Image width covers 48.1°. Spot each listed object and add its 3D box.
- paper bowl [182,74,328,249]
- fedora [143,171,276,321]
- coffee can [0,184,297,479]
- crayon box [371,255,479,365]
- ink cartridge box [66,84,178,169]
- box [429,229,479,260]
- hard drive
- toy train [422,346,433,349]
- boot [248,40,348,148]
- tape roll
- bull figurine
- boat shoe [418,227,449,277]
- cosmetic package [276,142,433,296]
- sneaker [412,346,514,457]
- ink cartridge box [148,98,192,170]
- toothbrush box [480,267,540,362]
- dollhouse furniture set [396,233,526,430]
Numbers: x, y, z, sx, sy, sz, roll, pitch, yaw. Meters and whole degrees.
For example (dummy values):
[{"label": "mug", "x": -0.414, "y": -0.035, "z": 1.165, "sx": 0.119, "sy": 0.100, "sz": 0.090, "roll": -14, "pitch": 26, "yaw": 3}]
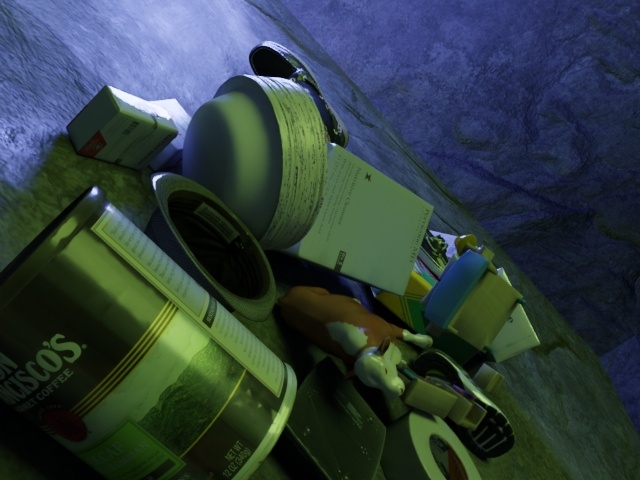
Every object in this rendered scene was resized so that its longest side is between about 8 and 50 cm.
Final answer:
[{"label": "paper bowl", "x": -0.123, "y": -0.124, "z": 1.165, "sx": 0.148, "sy": 0.284, "sz": 0.284, "roll": -3, "pitch": 53, "yaw": -36}, {"label": "fedora", "x": -0.177, "y": 0.033, "z": 0.976, "sx": 0.244, "sy": 0.124, "sz": 0.275, "roll": 54, "pitch": 12, "yaw": 1}, {"label": "coffee can", "x": -0.187, "y": 0.112, "z": 0.696, "sx": 0.275, "sy": 0.201, "sz": 0.202, "roll": 45, "pitch": 20, "yaw": -17}, {"label": "crayon box", "x": 0.224, "y": 0.093, "z": 1.760, "sx": 0.313, "sy": 0.106, "sz": 0.363, "roll": 39, "pitch": 16, "yaw": -27}, {"label": "ink cartridge box", "x": -0.301, "y": -0.170, "z": 1.100, "sx": 0.056, "sy": 0.099, "sz": 0.135, "roll": 58, "pitch": 19, "yaw": 21}, {"label": "box", "x": 0.329, "y": 0.018, "z": 1.989, "sx": 0.063, "sy": 0.067, "sz": 0.324, "roll": 35, "pitch": -6, "yaw": -19}, {"label": "hard drive", "x": 0.015, "y": 0.284, "z": 1.062, "sx": 0.172, "sy": 0.054, "sz": 0.254, "roll": 51, "pitch": 18, "yaw": 0}, {"label": "toy train", "x": 0.268, "y": 0.284, "z": 1.676, "sx": 0.036, "sy": 0.027, "sz": 0.158, "roll": 10, "pitch": 43, "yaw": -47}, {"label": "boot", "x": -0.075, "y": -0.361, "z": 1.908, "sx": 0.377, "sy": 0.138, "sz": 0.284, "roll": 54, "pitch": 19, "yaw": -10}, {"label": "tape roll", "x": 0.196, "y": 0.400, "z": 1.237, "sx": 0.219, "sy": 0.072, "sz": 0.219, "roll": 43, "pitch": 21, "yaw": -21}, {"label": "bull figurine", "x": 0.059, "y": 0.155, "z": 1.166, "sx": 0.188, "sy": 0.101, "sz": 0.310, "roll": 19, "pitch": 8, "yaw": -43}, {"label": "boat shoe", "x": 0.269, "y": 0.017, "z": 1.732, "sx": 0.219, "sy": 0.070, "sz": 0.078, "roll": 49, "pitch": 14, "yaw": 7}, {"label": "cosmetic package", "x": 0.047, "y": -0.039, "z": 1.412, "sx": 0.156, "sy": 0.217, "sz": 0.384, "roll": 17, "pitch": -2, "yaw": 40}, {"label": "sneaker", "x": 0.315, "y": 0.342, "z": 1.562, "sx": 0.300, "sy": 0.111, "sz": 0.121, "roll": 51, "pitch": 15, "yaw": -6}, {"label": "ink cartridge box", "x": -0.267, "y": -0.192, "z": 1.271, "sx": 0.104, "sy": 0.061, "sz": 0.181, "roll": 51, "pitch": 19, "yaw": -2}, {"label": "toothbrush box", "x": 0.465, "y": 0.206, "z": 1.928, "sx": 0.295, "sy": 0.126, "sz": 0.217, "roll": 54, "pitch": 11, "yaw": -80}, {"label": "dollhouse furniture set", "x": 0.235, "y": 0.149, "z": 1.337, "sx": 0.286, "sy": 0.304, "sz": 0.198, "roll": 31, "pitch": 3, "yaw": -44}]
